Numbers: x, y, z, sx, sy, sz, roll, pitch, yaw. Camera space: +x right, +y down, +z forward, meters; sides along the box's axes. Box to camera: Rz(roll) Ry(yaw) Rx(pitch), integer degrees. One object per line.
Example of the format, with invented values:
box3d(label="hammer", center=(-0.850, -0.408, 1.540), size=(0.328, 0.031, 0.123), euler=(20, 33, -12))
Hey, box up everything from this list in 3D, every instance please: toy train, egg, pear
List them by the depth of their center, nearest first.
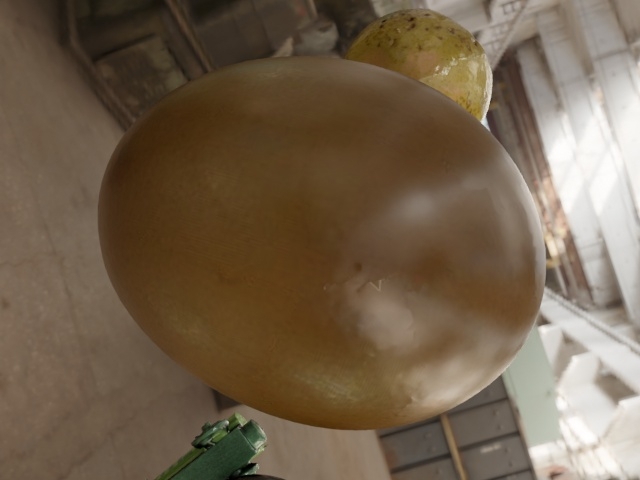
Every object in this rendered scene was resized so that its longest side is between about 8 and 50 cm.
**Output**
box3d(label="egg", center=(0.000, 0.000, 0.702), size=(0.282, 0.351, 0.283), euler=(13, 90, -83))
box3d(label="pear", center=(0.093, -0.154, 0.950), size=(0.178, 0.177, 0.178), euler=(-17, 90, -84))
box3d(label="toy train", center=(-0.181, 0.338, 1.255), size=(0.105, 0.253, 0.157), euler=(50, -4, 5))

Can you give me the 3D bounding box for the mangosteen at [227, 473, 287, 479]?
box3d(label="mangosteen", center=(-0.065, 0.387, 1.035), size=(0.243, 0.242, 0.243), euler=(-17, 90, -84))
